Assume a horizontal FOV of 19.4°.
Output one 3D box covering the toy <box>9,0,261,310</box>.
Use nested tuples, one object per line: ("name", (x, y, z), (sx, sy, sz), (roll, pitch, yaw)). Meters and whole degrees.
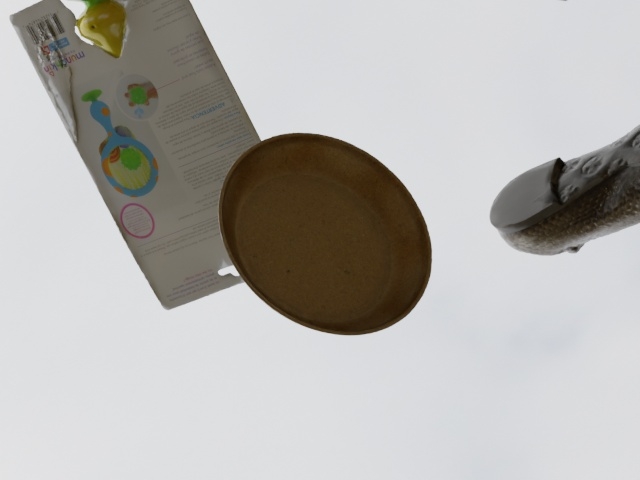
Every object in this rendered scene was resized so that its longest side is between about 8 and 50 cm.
("toy", (-0.102, -0.080, 1.302), (0.237, 0.137, 0.056), (61, -149, -16))

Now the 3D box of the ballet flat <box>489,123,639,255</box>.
("ballet flat", (0.227, -0.042, 1.258), (0.058, 0.250, 0.084), (46, -141, -28))

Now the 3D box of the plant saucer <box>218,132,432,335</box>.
("plant saucer", (0.000, 0.000, 0.679), (0.083, 0.015, 0.083), (12, -123, -19))
